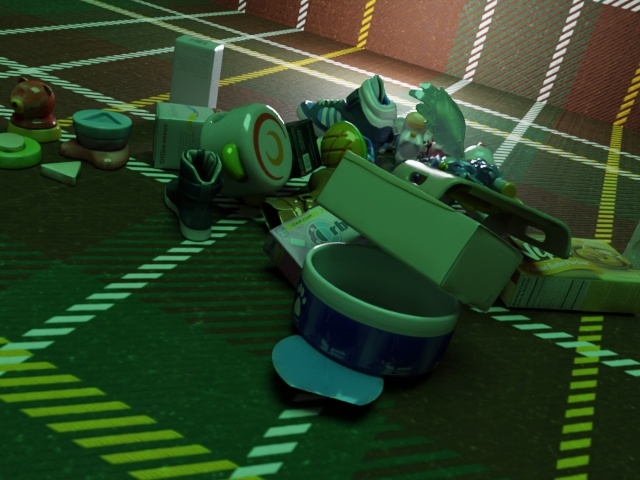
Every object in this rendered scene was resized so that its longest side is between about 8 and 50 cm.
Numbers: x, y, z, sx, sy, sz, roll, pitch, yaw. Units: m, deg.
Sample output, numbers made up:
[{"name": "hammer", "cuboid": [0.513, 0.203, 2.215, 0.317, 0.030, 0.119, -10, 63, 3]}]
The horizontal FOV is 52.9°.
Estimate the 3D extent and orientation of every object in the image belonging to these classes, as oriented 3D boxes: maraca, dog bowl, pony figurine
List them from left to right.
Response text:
[{"name": "maraca", "cuboid": [0.063, -0.192, 1.511, 0.099, 0.127, 0.186, -7, 64, -43]}, {"name": "dog bowl", "cuboid": [0.090, 0.105, 1.048, 0.264, 0.104, 0.265, 15, 19, -5]}, {"name": "pony figurine", "cuboid": [0.313, -0.158, 1.567, 0.351, 0.303, 0.363, 35, 9, -35]}]

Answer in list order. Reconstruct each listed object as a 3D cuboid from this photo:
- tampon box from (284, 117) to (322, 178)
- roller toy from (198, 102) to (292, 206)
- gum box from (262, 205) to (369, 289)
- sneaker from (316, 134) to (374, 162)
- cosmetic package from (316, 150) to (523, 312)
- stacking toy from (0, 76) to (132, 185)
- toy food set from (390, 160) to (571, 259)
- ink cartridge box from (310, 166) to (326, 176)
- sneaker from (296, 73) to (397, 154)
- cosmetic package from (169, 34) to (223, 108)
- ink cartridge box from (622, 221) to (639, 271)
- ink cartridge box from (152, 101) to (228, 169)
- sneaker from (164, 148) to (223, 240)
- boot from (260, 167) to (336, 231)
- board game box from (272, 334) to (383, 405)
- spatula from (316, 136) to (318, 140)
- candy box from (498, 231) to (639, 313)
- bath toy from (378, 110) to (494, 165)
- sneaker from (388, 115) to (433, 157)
[{"name": "tampon box", "cuboid": [-0.097, -0.209, 1.519, 0.161, 0.120, 0.101, -7, 16, 25]}, {"name": "roller toy", "cuboid": [-0.163, -0.189, 1.388, 0.146, 0.191, 0.209, -7, -23, 28]}, {"name": "gum box", "cuboid": [0.000, 0.000, 1.212, 0.188, 0.062, 0.107, -29, 69, -35]}, {"name": "sneaker", "cuboid": [0.076, -0.231, 1.685, 0.091, 0.126, 0.240, 29, 20, -41]}, {"name": "cosmetic package", "cuboid": [0.152, -0.020, 1.053, 0.160, 0.113, 0.309, 27, 6, -46]}, {"name": "stacking toy", "cuboid": [-0.594, -0.253, 1.437, 0.308, 0.130, 0.279, 15, 27, 3]}, {"name": "toy food set", "cuboid": [0.300, -0.055, 1.237, 0.306, 0.092, 0.220, 20, 9, -19]}, {"name": "ink cartridge box", "cuboid": [0.004, -0.161, 1.638, 0.048, 0.028, 0.083, 4, 29, -19]}, {"name": "sneaker", "cuboid": [0.087, -0.377, 1.816, 0.130, 0.236, 0.323, 7, 33, -47]}, {"name": "cosmetic package", "cuboid": [-0.347, -0.435, 1.782, 0.117, 0.231, 0.085, 16, 27, 4]}, {"name": "ink cartridge box", "cuboid": [0.809, 0.002, 1.546, 0.092, 0.159, 0.218, 31, 33, 30]}, {"name": "ink cartridge box", "cuboid": [-0.313, -0.249, 1.555, 0.176, 0.128, 0.127, 3, 28, -19]}, {"name": "sneaker", "cuboid": [-0.259, -0.123, 1.304, 0.086, 0.163, 0.226, -3, 30, -26]}, {"name": "boot", "cuboid": [-0.030, -0.071, 1.397, 0.220, 0.109, 0.283, -5, 39, -25]}, {"name": "board game box", "cuboid": [0.007, 0.200, 0.941, 0.168, 0.033, 0.133, 16, 23, -2]}, {"name": "spatula", "cuboid": [-0.036, -0.276, 1.836, 0.084, 0.030, 0.296, 24, 28, 7]}, {"name": "candy box", "cuboid": [0.506, 0.065, 1.366, 0.316, 0.088, 0.183, 4, 27, -15]}, {"name": "bath toy", "cuboid": [0.337, -0.279, 1.867, 0.348, 0.151, 0.129, 20, 32, 0]}, {"name": "sneaker", "cuboid": [0.287, -0.308, 1.966, 0.281, 0.105, 0.115, 0, 37, -18]}]
